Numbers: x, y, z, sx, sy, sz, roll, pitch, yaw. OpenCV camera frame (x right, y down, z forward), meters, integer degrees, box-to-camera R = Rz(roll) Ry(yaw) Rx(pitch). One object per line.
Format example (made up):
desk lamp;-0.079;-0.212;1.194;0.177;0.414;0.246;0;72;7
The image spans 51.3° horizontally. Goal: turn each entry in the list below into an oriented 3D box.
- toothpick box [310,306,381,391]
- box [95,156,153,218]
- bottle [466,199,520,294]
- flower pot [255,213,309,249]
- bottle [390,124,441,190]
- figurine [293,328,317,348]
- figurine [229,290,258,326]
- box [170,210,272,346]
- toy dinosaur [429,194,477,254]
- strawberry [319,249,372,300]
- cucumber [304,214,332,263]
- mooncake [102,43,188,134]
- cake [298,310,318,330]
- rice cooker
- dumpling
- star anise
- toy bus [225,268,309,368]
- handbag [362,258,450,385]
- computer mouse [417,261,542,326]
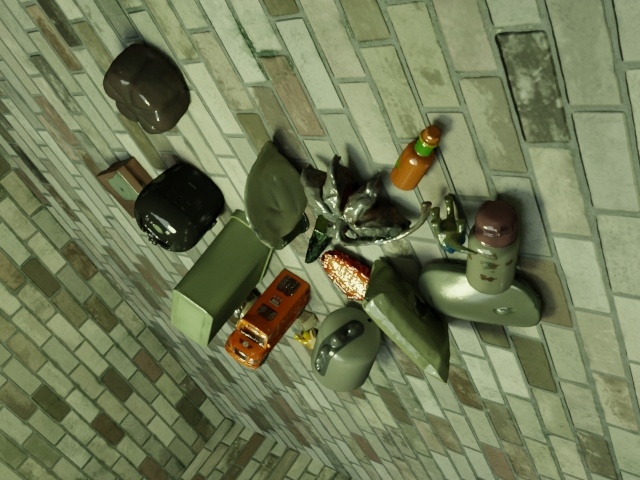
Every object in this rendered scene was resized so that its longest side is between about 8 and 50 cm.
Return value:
toothpick box;0.074;0.348;2.156;0.229;0.229;0.316;32;151;13
box;-0.675;-0.187;2.409;0.215;0.086;0.215;-3;131;52
bottle;0.373;0.012;1.439;0.109;0.110;0.233;24;148;26
flower pot;-0.124;-0.045;1.947;0.157;0.107;0.157;27;151;17
bottle;0.207;-0.177;1.409;0.069;0.069;0.187;37;150;4
figurine;0.014;0.395;2.423;0.246;0.131;0.156;23;135;47
figurine;-0.258;0.264;2.520;0.275;0.161;0.158;31;128;12
box;-0.324;0.135;2.193;0.177;0.344;0.352;34;151;4
toy dinosaur;0.299;0.014;1.478;0.248;0.075;0.188;-109;-3;-57
strawberry;0.089;0.089;1.934;0.188;0.082;0.121;45;133;9
cucumber;0.003;0.000;1.898;0.062;0.078;0.211;20;151;3
mooncake;-0.476;-0.406;1.819;0.244;0.133;0.245;31;158;14
cake;-0.064;0.273;2.420;0.121;0.065;0.052;41;163;50
rice cooker;-0.460;-0.096;2.142;0.267;0.224;0.267;29;152;17
dumpling;-0.142;-0.108;1.749;0.175;0.227;0.243;-24;110;39
star anise;0.078;-0.078;1.627;0.315;0.139;0.359;32;152;0
toy bus;-0.173;0.258;2.210;0.143;0.329;0.153;33;149;13
handbag;0.238;0.202;1.767;0.316;0.253;0.109;44;113;-9
computer mouse;0.381;0.145;1.648;0.330;0.095;0.197;4;141;47
